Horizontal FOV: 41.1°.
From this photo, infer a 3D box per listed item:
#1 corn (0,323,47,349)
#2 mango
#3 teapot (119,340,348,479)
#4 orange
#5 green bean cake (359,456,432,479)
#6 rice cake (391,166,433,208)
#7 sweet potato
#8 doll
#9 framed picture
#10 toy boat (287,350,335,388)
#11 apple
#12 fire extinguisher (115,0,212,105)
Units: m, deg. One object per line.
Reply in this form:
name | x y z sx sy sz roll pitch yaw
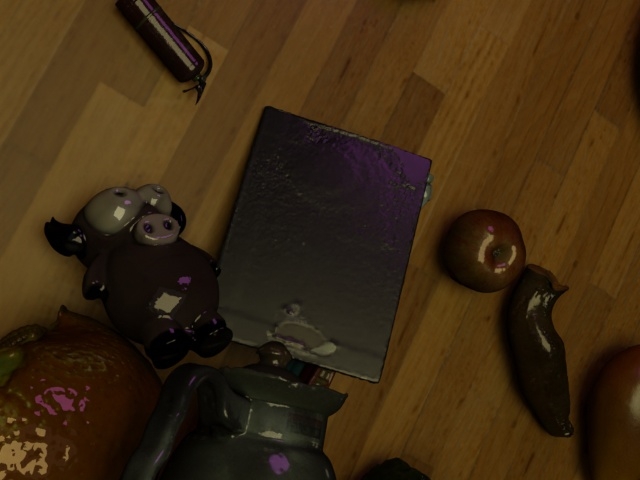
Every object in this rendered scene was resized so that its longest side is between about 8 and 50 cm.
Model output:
corn | -0.408 0.180 0.989 0.231 0.080 0.080 -33 103 -17
mango | 0.484 0.281 1.352 0.139 0.113 0.253 18 91 -26
teapot | -0.103 0.240 0.927 0.305 0.223 0.285 21 70 -31
orange | -0.276 0.234 0.916 0.196 0.334 0.262 30 93 3
green bean cake | 0.098 0.461 1.081 0.319 0.335 0.218 -51 118 -17
rice cake | 0.079 -0.018 1.197 0.063 0.069 0.206 44 78 -20
sweet potato | 0.346 0.176 1.303 0.112 0.085 0.285 -19 99 -26
doll | -0.207 0.032 1.008 0.182 0.117 0.257 -8 56 -38
framed picture | 0.000 0.000 1.123 0.244 0.013 0.323 17 73 -6
toy boat | -0.059 0.264 1.118 0.080 0.136 0.392 25 73 14
apple | 0.242 0.015 1.246 0.126 0.102 0.125 -1 92 -24
fire extinguisher | -0.189 -0.255 1.091 0.157 0.045 0.078 50 51 -15
